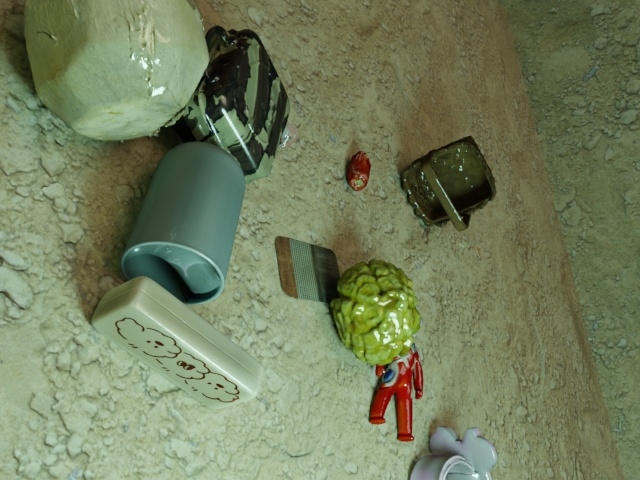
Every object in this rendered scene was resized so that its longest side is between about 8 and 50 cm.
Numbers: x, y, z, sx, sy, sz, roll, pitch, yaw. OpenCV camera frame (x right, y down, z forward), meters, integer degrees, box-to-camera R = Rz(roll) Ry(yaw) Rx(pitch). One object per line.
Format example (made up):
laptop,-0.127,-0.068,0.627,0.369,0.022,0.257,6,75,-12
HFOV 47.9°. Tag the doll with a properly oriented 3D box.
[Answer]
doll,0.222,0.351,1.999,0.188,0.099,0.384,36,48,-35

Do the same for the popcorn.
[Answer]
popcorn,0.147,0.184,1.885,0.270,0.224,0.257,-79,153,-51

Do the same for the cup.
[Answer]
cup,-0.268,-0.045,1.486,0.205,0.205,0.312,40,42,-32

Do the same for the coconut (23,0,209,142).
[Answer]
coconut,-0.391,-0.395,1.409,0.346,0.346,0.360,-1,75,-52

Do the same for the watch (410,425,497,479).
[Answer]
watch,0.349,0.642,1.921,0.217,0.211,0.248,-10,87,-45

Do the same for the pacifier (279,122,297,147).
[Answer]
pacifier,-0.111,-0.293,1.963,0.099,0.081,0.078,41,3,0

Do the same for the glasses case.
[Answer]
glasses case,-0.270,0.206,1.394,0.336,0.144,0.076,43,42,-28

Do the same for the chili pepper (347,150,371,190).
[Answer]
chili pepper,0.118,-0.208,2.196,0.070,0.073,0.123,13,46,1

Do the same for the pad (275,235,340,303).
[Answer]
pad,-0.018,0.001,1.910,0.250,0.055,0.323,14,78,-48

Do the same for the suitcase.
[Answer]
suitcase,-0.226,-0.335,1.691,0.351,0.194,0.339,-77,149,-43

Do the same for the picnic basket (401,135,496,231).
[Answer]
picnic basket,0.420,-0.183,2.379,0.254,0.291,0.321,59,24,-12
